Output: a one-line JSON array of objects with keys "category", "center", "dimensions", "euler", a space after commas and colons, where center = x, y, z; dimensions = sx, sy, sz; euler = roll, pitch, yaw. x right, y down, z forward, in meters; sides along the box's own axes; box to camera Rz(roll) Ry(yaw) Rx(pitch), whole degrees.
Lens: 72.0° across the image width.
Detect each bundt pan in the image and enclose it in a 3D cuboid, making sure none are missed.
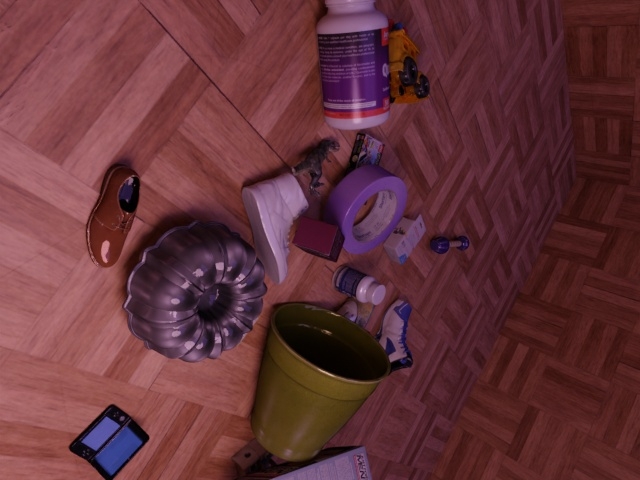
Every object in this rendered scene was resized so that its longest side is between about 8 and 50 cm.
[{"category": "bundt pan", "center": [-0.251, 0.126, 0.982], "dimensions": [0.331, 0.124, 0.330], "euler": [-21, 120, -41]}]

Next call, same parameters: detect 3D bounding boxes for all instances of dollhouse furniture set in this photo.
[{"category": "dollhouse furniture set", "center": [-0.162, 0.729, 1.374], "dimensions": [0.129, 0.184, 0.129], "euler": [-29, 126, -38]}]

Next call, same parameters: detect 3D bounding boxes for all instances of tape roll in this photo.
[{"category": "tape roll", "center": [0.142, -0.094, 1.374], "dimensions": [0.275, 0.090, 0.274], "euler": [-26, 138, -27]}]

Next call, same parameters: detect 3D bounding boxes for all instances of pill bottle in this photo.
[{"category": "pill bottle", "center": [0.086, -0.462, 1.133], "dimensions": [0.181, 0.181, 0.322], "euler": [-30, 127, -36]}, {"category": "pill bottle", "center": [0.127, 0.149, 1.452], "dimensions": [0.094, 0.169, 0.094], "euler": [-21, 121, -41]}]

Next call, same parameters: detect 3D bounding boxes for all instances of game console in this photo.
[{"category": "game console", "center": [-0.476, 0.459, 0.999], "dimensions": [0.122, 0.071, 0.107], "euler": [-47, 135, -24]}]

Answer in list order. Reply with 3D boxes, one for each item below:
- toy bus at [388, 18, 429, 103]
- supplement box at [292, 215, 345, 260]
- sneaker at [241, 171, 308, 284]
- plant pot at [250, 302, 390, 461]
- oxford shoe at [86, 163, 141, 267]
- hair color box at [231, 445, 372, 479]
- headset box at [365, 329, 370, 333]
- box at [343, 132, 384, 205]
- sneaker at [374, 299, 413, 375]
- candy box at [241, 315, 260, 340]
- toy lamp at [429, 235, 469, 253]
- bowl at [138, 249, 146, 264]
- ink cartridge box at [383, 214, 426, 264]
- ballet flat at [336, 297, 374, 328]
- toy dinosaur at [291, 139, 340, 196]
[{"category": "toy bus", "center": [0.233, -0.534, 1.313], "dimensions": [0.220, 0.149, 0.211], "euler": [13, 81, -52]}, {"category": "supplement box", "center": [0.000, 0.000, 1.204], "dimensions": [0.188, 0.104, 0.080], "euler": [45, 63, -78]}, {"category": "sneaker", "center": [-0.094, -0.034, 1.180], "dimensions": [0.169, 0.108, 0.292], "euler": [-30, 126, -33]}, {"category": "plant pot", "center": [-0.038, 0.430, 1.293], "dimensions": [0.366, 0.366, 0.353], "euler": [7, 113, -49]}, {"category": "oxford shoe", "center": [-0.402, -0.040, 0.864], "dimensions": [0.076, 0.076, 0.212], "euler": [4, 105, -50]}, {"category": "hair color box", "center": [-0.052, 0.699, 1.273], "dimensions": [0.375, 0.185, 0.113], "euler": [4, 66, -39]}, {"category": "headset box", "center": [0.152, 0.375, 1.684], "dimensions": [0.083, 0.032, 0.062], "euler": [8, 101, -50]}, {"category": "box", "center": [0.131, -0.224, 1.399], "dimensions": [0.114, 0.036, 0.207], "euler": [10, 99, -50]}, {"category": "sneaker", "center": [0.308, 0.412, 1.757], "dimensions": [0.315, 0.182, 0.127], "euler": [-56, 140, -14]}, {"category": "candy box", "center": [-0.248, 0.191, 1.168], "dimensions": [0.105, 0.027, 0.206], "euler": [-51, 136, -16]}, {"category": "toy lamp", "center": [0.573, 0.019, 1.958], "dimensions": [0.275, 0.080, 0.080], "euler": [-1, 107, -47]}, {"category": "bowl", "center": [-0.344, 0.069, 0.990], "dimensions": [0.142, 0.053, 0.142], "euler": [-12, 116, -45]}, {"category": "ink cartridge box", "center": [0.323, -0.012, 1.681], "dimensions": [0.181, 0.062, 0.104], "euler": [-51, 137, -19]}, {"category": "ballet flat", "center": [0.078, 0.311, 1.522], "dimensions": [0.123, 0.123, 0.348], "euler": [30, 83, -49]}, {"category": "toy dinosaur", "center": [-0.018, -0.190, 1.203], "dimensions": [0.268, 0.064, 0.118], "euler": [-50, 139, -52]}]
